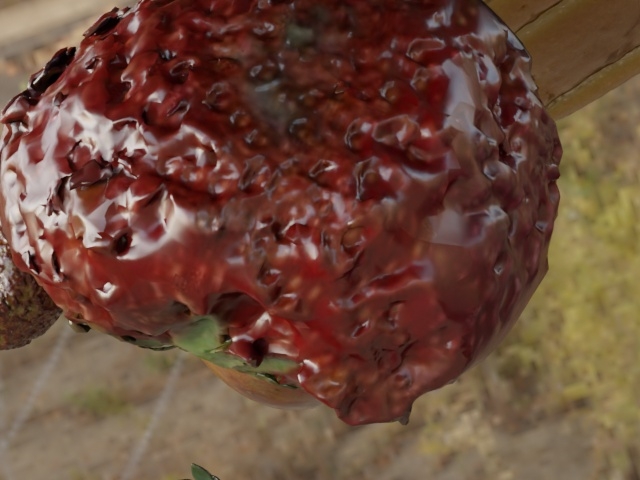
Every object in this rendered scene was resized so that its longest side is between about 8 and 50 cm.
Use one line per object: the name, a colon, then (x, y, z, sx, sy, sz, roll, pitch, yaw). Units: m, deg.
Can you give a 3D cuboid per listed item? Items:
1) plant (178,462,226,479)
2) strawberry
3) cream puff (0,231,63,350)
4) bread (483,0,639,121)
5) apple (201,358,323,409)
plant: (-0.036, 0.131, 0.838, 0.051, 0.102, 0.051, -19, 29, 11)
strawberry: (-0.010, -0.040, 0.970, 0.274, 0.220, 0.274, 20, 4, -2)
cream puff: (-0.266, 0.014, 1.617, 0.149, 0.149, 0.084, -20, -21, -5)
bread: (0.146, -0.180, 1.216, 0.246, 0.111, 0.239, -32, -26, 12)
apple: (0.000, 0.000, 1.493, 0.253, 0.254, 0.253, -18, 12, 4)
